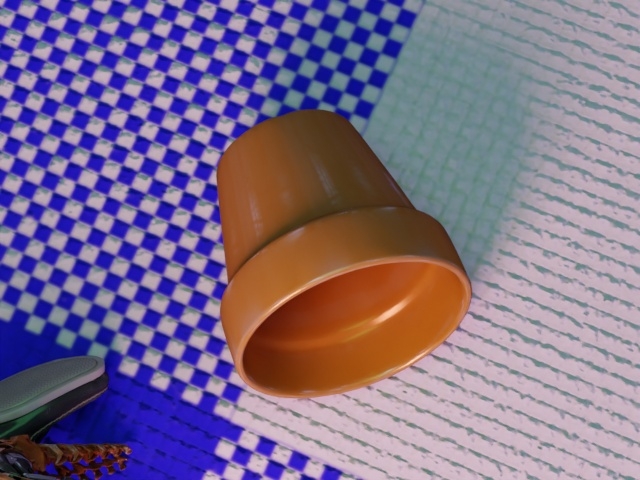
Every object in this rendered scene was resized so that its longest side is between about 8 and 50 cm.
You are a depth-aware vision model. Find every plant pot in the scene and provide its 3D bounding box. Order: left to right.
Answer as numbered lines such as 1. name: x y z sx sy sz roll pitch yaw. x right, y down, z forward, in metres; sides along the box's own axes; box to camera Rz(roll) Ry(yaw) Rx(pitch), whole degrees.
1. plant pot: 0.000 0.000 1.654 0.205 0.205 0.188 -21 59 0

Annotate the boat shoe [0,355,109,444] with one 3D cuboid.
1. boat shoe: -0.281 0.175 1.699 0.233 0.084 0.079 -31 111 -10

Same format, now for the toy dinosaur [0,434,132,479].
1. toy dinosaur: -0.253 0.219 1.561 0.218 0.164 0.322 33 50 20
